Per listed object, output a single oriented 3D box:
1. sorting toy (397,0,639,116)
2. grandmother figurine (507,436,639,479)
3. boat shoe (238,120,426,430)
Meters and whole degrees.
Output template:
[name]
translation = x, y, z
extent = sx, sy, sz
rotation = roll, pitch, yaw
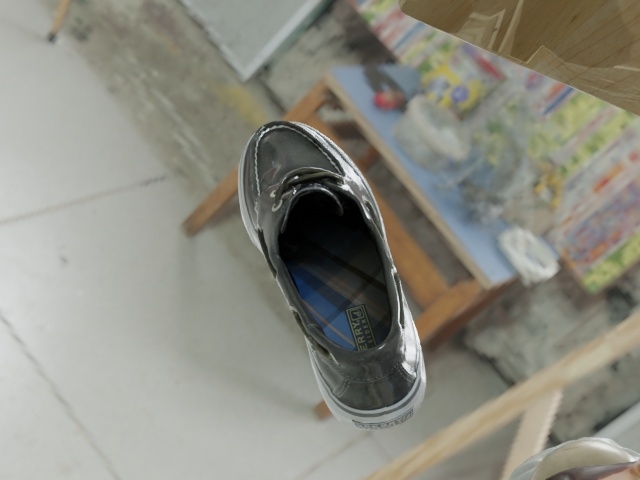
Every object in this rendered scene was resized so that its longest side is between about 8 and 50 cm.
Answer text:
[sorting toy]
translation = 0.210, -0.169, 0.715
extent = 0.255, 0.257, 0.089
rotation = 19, 54, -23
[grandmother figurine]
translation = 0.161, 0.128, 0.697
extent = 0.208, 0.342, 0.104
rotation = 2, 82, -7
[boat shoe]
translation = 0.000, 0.000, 0.842
extent = 0.076, 0.080, 0.228
rotation = 78, -3, -49
